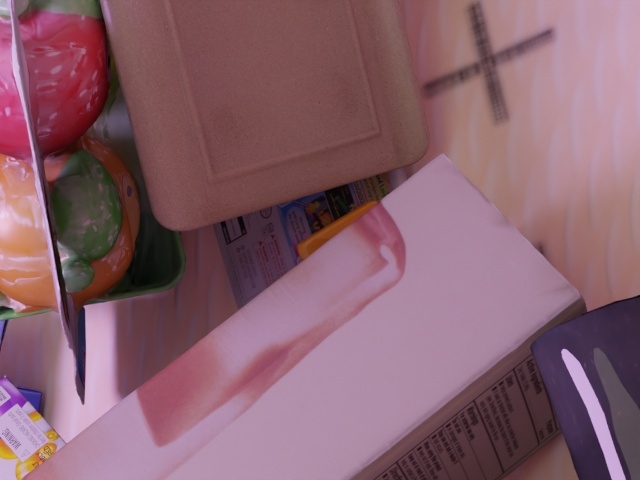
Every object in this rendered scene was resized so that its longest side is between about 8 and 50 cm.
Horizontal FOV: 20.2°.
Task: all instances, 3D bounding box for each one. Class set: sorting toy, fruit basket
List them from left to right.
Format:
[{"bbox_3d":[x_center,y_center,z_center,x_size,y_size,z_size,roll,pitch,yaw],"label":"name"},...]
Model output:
[{"bbox_3d":[-0.164,-0.084,1.109,0.165,0.353,0.327,-8,76,-12],"label":"fruit basket"},{"bbox_3d":[-0.038,-0.111,1.082,0.047,0.196,0.347,-5,100,57],"label":"sorting toy"}]

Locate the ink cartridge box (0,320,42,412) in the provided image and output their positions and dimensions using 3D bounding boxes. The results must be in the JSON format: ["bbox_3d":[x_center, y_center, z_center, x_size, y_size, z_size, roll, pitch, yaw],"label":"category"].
[{"bbox_3d":[-0.300,0.201,1.302,0.186,0.065,0.311,3,84,34],"label":"ink cartridge box"}]

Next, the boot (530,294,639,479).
[{"bbox_3d":[0.178,0.239,0.822,0.146,0.367,0.445,-36,61,60],"label":"boot"}]

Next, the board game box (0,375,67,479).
[{"bbox_3d":[-0.244,0.245,1.125,0.275,0.144,0.142,-40,42,-13],"label":"board game box"}]

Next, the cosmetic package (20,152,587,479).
[{"bbox_3d":[0.003,0.109,1.005,0.296,0.153,0.129,-37,60,-7],"label":"cosmetic package"}]

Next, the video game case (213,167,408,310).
[{"bbox_3d":[0.000,0.000,1.173,0.143,0.019,0.157,-29,65,25],"label":"video game case"}]
